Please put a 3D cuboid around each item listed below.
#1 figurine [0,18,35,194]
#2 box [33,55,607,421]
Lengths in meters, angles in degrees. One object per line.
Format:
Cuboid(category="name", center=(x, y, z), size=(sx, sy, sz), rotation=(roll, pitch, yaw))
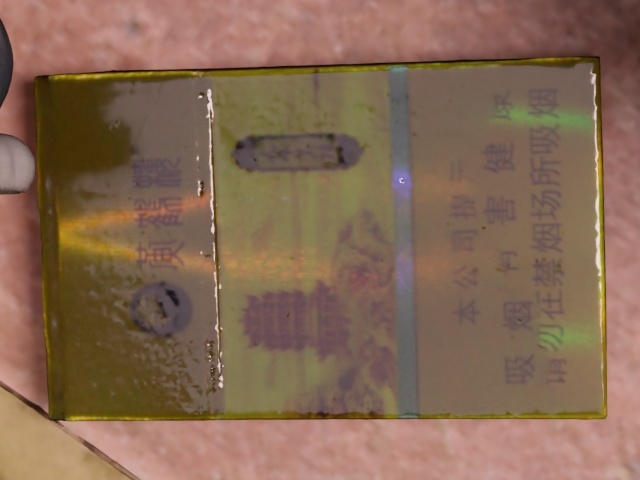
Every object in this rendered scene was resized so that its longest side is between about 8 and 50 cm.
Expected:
Cuboid(category="figurine", center=(-0.170, -0.133, 0.643), size=(0.193, 0.140, 0.265), rotation=(-15, 69, 28))
Cuboid(category="box", center=(0.000, 0.000, 0.680), size=(0.193, 0.030, 0.121), rotation=(-1, 95, 9))
